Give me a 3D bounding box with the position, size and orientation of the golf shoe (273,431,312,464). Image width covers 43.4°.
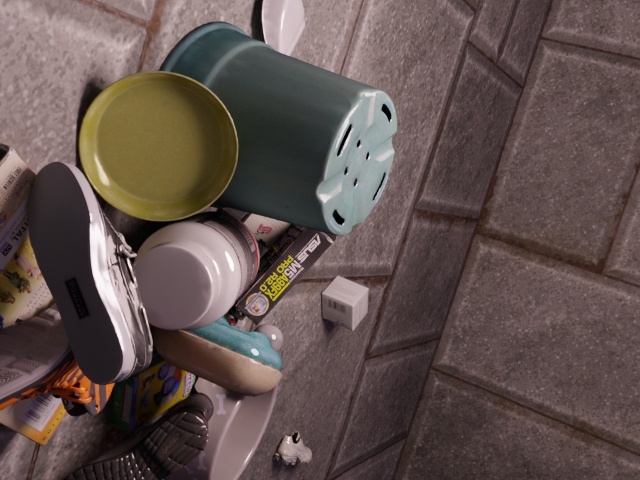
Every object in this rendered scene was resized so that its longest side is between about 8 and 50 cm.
[{"bbox_3d":[-0.064,0.588,2.291,0.176,0.069,0.086,26,79,-66],"label":"golf shoe"}]

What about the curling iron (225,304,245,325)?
[{"bbox_3d":[-0.239,0.148,1.655,0.274,0.035,0.068,4,88,-60],"label":"curling iron"}]

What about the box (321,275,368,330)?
[{"bbox_3d":[0.067,0.170,2.196,0.087,0.101,0.102,-47,148,-39],"label":"box"}]

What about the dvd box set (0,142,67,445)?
[{"bbox_3d":[-0.443,0.096,1.174,0.307,0.062,0.420,-60,153,-20],"label":"dvd box set"}]

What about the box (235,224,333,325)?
[{"bbox_3d":[-0.081,0.052,1.624,0.216,0.060,0.270,-48,-172,-2],"label":"box"}]

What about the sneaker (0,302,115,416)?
[{"bbox_3d":[-0.383,0.200,1.150,0.321,0.125,0.180,-36,137,-50],"label":"sneaker"}]

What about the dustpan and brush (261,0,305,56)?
[{"bbox_3d":[-0.083,-0.450,1.507,0.211,0.060,0.147,86,22,-53],"label":"dustpan and brush"}]

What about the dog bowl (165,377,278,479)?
[{"bbox_3d":[-0.205,0.401,1.768,0.348,0.102,0.348,-58,160,-34],"label":"dog bowl"}]

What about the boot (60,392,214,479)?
[{"bbox_3d":[-0.345,0.417,1.505,0.338,0.118,0.223,-28,-179,-6],"label":"boot"}]

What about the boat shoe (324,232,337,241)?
[{"bbox_3d":[0.002,0.001,2.001,0.133,0.049,0.042,-51,157,-25],"label":"boat shoe"}]

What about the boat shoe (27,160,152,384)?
[{"bbox_3d":[-0.303,0.040,1.103,0.105,0.113,0.306,-11,78,-66],"label":"boat shoe"}]

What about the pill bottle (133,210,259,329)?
[{"bbox_3d":[-0.210,0.050,1.349,0.318,0.176,0.176,-56,163,-81],"label":"pill bottle"}]

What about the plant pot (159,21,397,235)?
[{"bbox_3d":[-0.069,-0.176,1.400,0.341,0.334,0.341,-42,143,-43],"label":"plant pot"}]

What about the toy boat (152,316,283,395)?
[{"bbox_3d":[-0.167,0.202,1.528,0.148,0.268,0.318,-67,156,-10],"label":"toy boat"}]

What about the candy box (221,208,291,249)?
[{"bbox_3d":[-0.078,-0.107,1.655,0.233,0.071,0.159,-47,153,-1],"label":"candy box"}]

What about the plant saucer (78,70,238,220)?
[{"bbox_3d":[-0.250,-0.147,1.251,0.037,0.241,0.240,-110,-154,-64],"label":"plant saucer"}]

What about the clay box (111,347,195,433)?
[{"bbox_3d":[-0.311,0.270,1.576,0.222,0.053,0.127,-25,131,-55],"label":"clay box"}]
